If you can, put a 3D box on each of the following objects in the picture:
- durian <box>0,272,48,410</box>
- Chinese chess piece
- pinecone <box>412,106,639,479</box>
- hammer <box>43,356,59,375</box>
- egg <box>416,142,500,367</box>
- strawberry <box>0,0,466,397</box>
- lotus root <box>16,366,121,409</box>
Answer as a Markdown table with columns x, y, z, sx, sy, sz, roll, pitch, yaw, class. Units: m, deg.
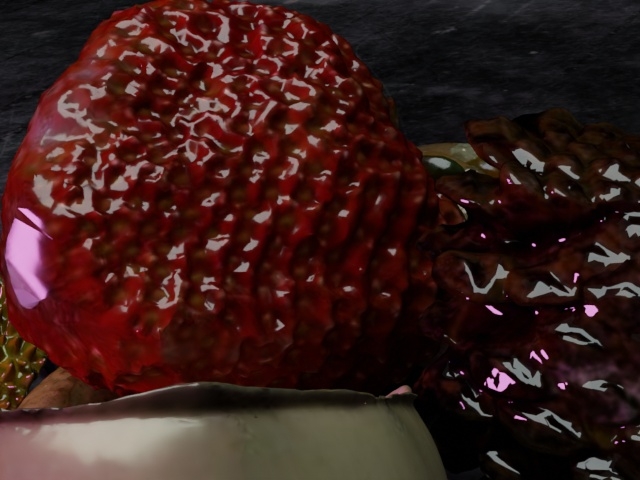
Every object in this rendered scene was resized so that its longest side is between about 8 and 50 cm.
| x | y | z | sx | sy | sz | roll | pitch | yaw | class |
| --- | --- | --- | --- | --- | --- | --- | --- | --- | --- |
| -0.306 | 0.082 | 1.147 | 0.193 | 0.137 | 0.237 | -52 | 17 | 5 | durian |
| -0.096 | 0.156 | 0.788 | 0.338 | 0.141 | 0.338 | -4 | -9 | -1 | Chinese chess piece |
| 0.195 | 0.069 | 0.906 | 0.298 | 0.296 | 0.242 | 14 | -6 | 1 | pinecone |
| -0.231 | 0.106 | 1.276 | 0.137 | 0.037 | 0.290 | -13 | 22 | -22 | hammer |
| 0.111 | 0.013 | 1.202 | 0.233 | 0.195 | 0.195 | 26 | 33 | 26 | egg |
| -0.076 | -0.011 | 1.008 | 0.351 | 0.312 | 0.267 | -18 | -12 | -48 | strawberry |
| -0.178 | 0.145 | 1.050 | 0.097 | 0.110 | 0.258 | 12 | 23 | 22 | lotus root |
